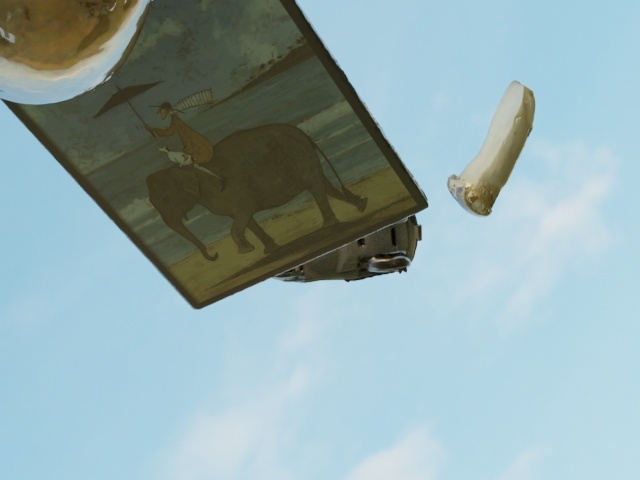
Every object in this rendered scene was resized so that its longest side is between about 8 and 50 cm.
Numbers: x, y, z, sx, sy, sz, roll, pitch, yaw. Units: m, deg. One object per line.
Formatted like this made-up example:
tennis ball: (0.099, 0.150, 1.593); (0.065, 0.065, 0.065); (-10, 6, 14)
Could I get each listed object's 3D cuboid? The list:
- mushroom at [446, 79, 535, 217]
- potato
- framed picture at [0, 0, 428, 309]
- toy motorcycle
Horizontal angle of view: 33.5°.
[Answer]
mushroom: (0.264, -0.138, 1.602); (0.071, 0.084, 0.209); (14, -70, -36)
potato: (-0.114, -0.117, 0.393); (0.112, 0.112, 0.147); (-20, -55, -34)
framed picture: (-0.100, -0.097, 0.903); (0.265, 0.016, 0.347); (-23, -55, 20)
toy motorcycle: (0.000, 0.000, 1.268); (0.263, 0.157, 0.091); (-7, -79, -30)
